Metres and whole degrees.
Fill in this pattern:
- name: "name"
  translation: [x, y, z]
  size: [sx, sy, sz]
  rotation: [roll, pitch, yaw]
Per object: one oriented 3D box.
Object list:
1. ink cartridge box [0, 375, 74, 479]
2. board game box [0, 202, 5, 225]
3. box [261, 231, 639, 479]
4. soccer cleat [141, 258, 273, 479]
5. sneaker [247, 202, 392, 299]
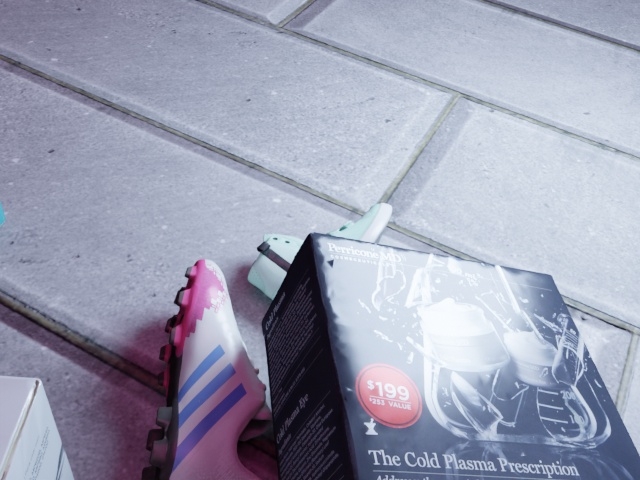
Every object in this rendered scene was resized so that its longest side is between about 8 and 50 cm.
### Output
- name: "ink cartridge box"
  translation: [-0.325, 0.227, 0.573]
  size: [0.197, 0.272, 0.114]
  rotation: [5, 46, -4]
- name: "board game box"
  translation: [-0.644, 0.026, 0.923]
  size: [0.254, 0.079, 0.336]
  rotation: [14, 46, 7]
- name: "box"
  translation: [0.130, 0.182, 0.755]
  size: [0.343, 0.179, 0.312]
  rotation: [10, 43, -22]
- name: "soccer cleat"
  translation: [-0.128, 0.172, 0.850]
  size: [0.143, 0.116, 0.331]
  rotation: [14, 46, -16]
- name: "sneaker"
  translation: [0.000, 0.000, 1.023]
  size: [0.151, 0.094, 0.256]
  rotation: [31, 52, 13]
